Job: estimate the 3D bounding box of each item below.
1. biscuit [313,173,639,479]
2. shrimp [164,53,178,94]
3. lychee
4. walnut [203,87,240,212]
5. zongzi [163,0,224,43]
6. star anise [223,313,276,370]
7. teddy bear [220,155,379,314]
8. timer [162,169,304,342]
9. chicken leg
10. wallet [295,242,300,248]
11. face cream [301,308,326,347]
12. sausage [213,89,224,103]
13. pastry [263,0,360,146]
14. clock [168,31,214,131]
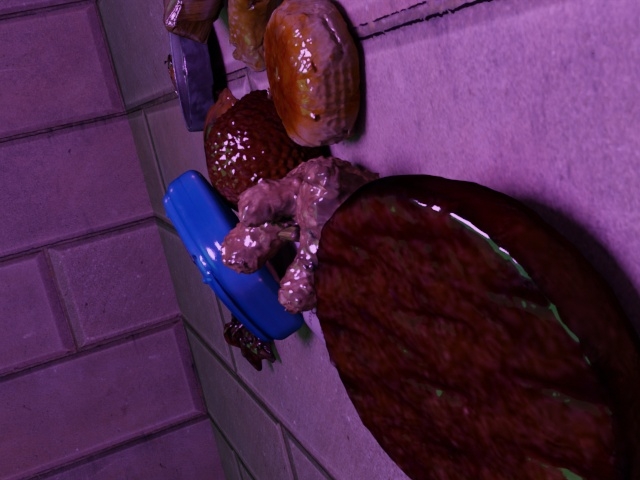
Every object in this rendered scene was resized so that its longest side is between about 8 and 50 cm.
[{"bbox_3d":[0.147,0.121,0.767,0.407,0.091,0.407,37,142,35],"label":"biscuit"},{"bbox_3d":[-0.348,-0.383,1.896,0.101,0.042,0.190,117,132,-74],"label":"shrimp"},{"bbox_3d":[-0.086,-0.135,1.163,0.194,0.194,0.194,163,90,-71],"label":"lychee"},{"bbox_3d":[-0.152,-0.158,1.402,0.137,0.137,0.245,31,141,63],"label":"walnut"},{"bbox_3d":[-0.218,-0.519,1.373,0.241,0.111,0.247,-57,36,31],"label":"zongzi"},{"bbox_3d":[-0.191,0.197,1.854,0.272,0.102,0.272,166,90,-70],"label":"star anise"},{"bbox_3d":[-0.006,0.008,1.009,0.296,0.246,0.222,-51,14,26],"label":"teddy bear"},{"bbox_3d":[-0.169,0.036,1.471,0.309,0.115,0.340,55,179,40],"label":"timer"},{"bbox_3d":[-0.098,-0.391,1.047,0.201,0.153,0.429,52,161,29],"label":"chicken leg"},{"bbox_3d":[-0.040,-0.023,1.380,0.083,0.011,0.044,99,148,-53],"label":"wallet"},{"bbox_3d":[0.050,0.140,1.155,0.314,0.089,0.143,42,130,52],"label":"face cream"},{"bbox_3d":[-0.203,-0.245,1.613,0.042,0.036,0.158,-110,16,-47],"label":"sausage"},{"bbox_3d":[-0.017,-0.227,1.022,0.182,0.093,0.192,-129,28,-53],"label":"pastry"},{"bbox_3d":[-0.278,-0.371,1.630,0.280,0.055,0.280,170,90,-77],"label":"clock"}]
